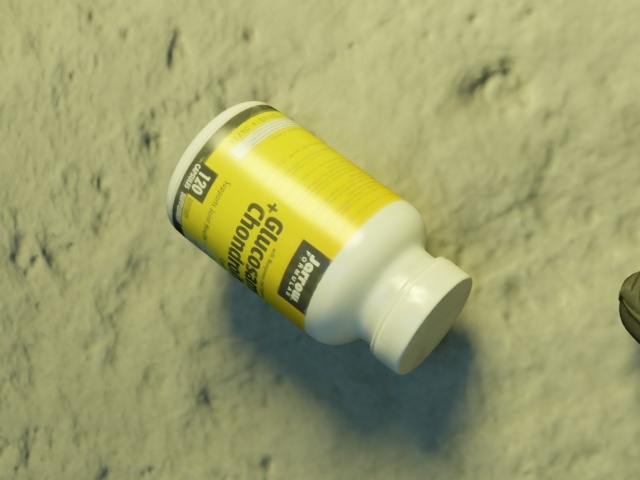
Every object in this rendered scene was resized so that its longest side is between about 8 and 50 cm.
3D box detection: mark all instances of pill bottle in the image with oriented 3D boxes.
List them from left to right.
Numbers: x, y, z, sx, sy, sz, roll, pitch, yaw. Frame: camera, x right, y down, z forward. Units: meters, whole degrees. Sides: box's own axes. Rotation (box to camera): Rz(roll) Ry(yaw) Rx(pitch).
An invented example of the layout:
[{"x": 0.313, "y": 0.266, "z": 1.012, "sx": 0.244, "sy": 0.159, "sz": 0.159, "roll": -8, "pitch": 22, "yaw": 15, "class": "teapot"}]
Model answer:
[{"x": 0.000, "y": 0.000, "z": 0.714, "sx": 0.184, "sy": 0.103, "sz": 0.103, "roll": 37, "pitch": 112, "yaw": 20, "class": "pill bottle"}]

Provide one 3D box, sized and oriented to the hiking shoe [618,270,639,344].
[{"x": 0.240, "y": 0.106, "z": 0.607, "sx": 0.227, "sy": 0.086, "sz": 0.114, "roll": 43, "pitch": 137, "yaw": 34, "class": "hiking shoe"}]
